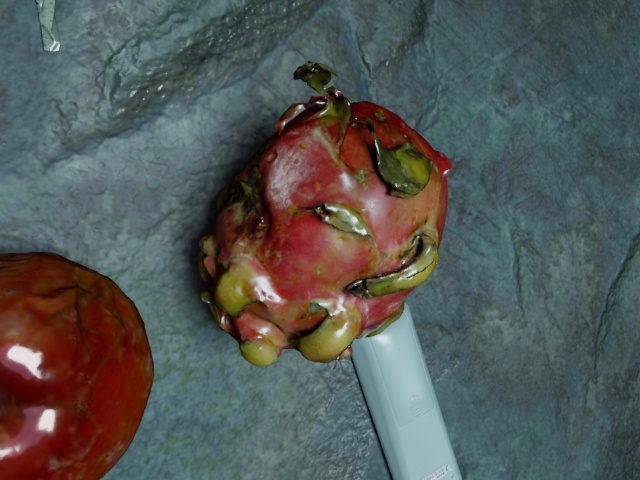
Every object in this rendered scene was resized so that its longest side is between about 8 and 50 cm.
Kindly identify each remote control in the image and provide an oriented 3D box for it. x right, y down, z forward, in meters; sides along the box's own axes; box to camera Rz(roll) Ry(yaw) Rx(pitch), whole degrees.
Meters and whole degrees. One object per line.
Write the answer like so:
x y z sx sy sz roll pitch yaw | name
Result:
0.125 0.237 0.685 0.103 0.051 0.293 -21 99 -20 | remote control

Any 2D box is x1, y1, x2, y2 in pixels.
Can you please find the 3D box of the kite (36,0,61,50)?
-0.304 -0.332 0.527 0.229 0.012 0.250 -1 92 -18 | kite

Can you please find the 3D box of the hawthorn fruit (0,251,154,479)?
-0.271 0.128 0.410 0.242 0.272 0.242 0 91 -12 | hawthorn fruit

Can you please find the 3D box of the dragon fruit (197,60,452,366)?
0.000 0.000 0.527 0.250 0.269 0.291 41 73 -7 | dragon fruit
